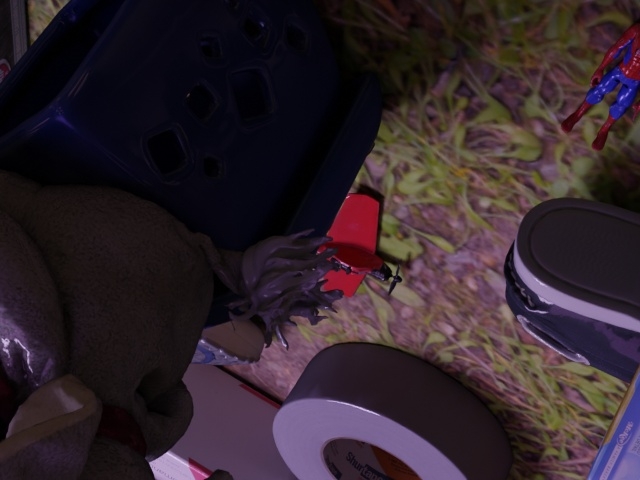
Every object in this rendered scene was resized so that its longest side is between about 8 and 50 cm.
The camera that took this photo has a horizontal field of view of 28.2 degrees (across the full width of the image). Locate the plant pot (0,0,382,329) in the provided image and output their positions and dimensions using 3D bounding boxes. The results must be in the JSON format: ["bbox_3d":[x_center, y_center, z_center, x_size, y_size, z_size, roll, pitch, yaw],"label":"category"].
[{"bbox_3d":[-0.106,-0.065,0.892,0.212,0.236,0.236,43,143,-22],"label":"plant pot"}]

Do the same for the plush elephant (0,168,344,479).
[{"bbox_3d":[-0.161,0.110,0.737,0.330,0.255,0.272,1,144,28],"label":"plush elephant"}]

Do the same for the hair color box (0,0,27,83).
[{"bbox_3d":[-0.426,-0.240,1.038,0.374,0.113,0.185,28,145,10],"label":"hair color box"}]

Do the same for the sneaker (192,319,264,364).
[{"bbox_3d":[-0.142,0.023,1.134,0.111,0.129,0.297,-2,150,38],"label":"sneaker"}]

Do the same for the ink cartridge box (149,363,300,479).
[{"bbox_3d":[-0.129,0.261,1.393,0.207,0.117,0.283,29,145,6],"label":"ink cartridge box"}]

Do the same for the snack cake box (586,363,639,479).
[{"bbox_3d":[0.278,0.050,0.724,0.152,0.089,0.264,25,109,14],"label":"snack cake box"}]

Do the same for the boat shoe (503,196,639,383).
[{"bbox_3d":[0.268,0.064,0.851,0.302,0.114,0.091,27,152,15],"label":"boat shoe"}]

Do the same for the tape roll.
[{"bbox_3d":[0.067,0.196,1.197,0.219,0.072,0.219,22,144,17],"label":"tape roll"}]

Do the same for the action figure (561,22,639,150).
[{"bbox_3d":[0.188,-0.098,0.787,0.038,0.030,0.115,36,144,7],"label":"action figure"}]

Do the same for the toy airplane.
[{"bbox_3d":[0.000,0.000,1.054,0.151,0.028,0.151,22,145,17],"label":"toy airplane"}]
